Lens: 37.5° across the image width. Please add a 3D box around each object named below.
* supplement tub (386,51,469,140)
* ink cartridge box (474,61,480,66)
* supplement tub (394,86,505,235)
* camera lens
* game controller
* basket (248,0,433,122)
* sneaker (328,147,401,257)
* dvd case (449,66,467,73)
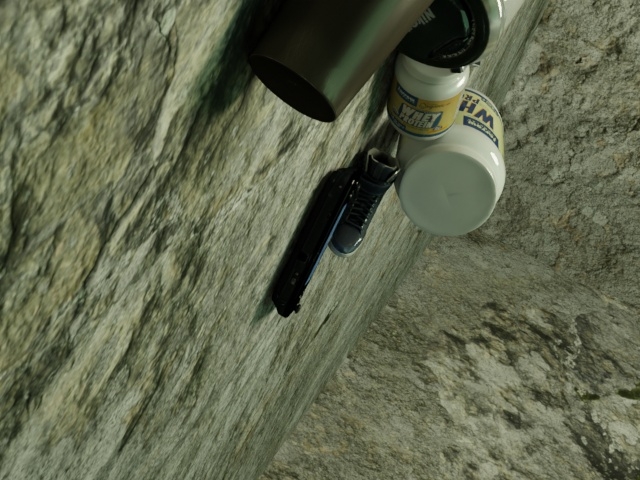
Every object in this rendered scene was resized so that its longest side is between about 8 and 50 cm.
[{"bbox_3d":[0.209,-0.303,1.828,0.144,0.144,0.200,-56,167,-25],"label":"supplement tub"},{"bbox_3d":[0.305,-0.461,1.936,0.208,0.045,0.206,-25,117,-72],"label":"ink cartridge box"},{"bbox_3d":[0.280,-0.176,2.042,0.325,0.235,0.235,-75,-175,-58],"label":"supplement tub"},{"bbox_3d":[0.207,-0.406,1.382,0.274,0.219,0.219,-55,167,-28],"label":"camera lens"},{"bbox_3d":[0.000,0.000,1.838,0.319,0.067,0.166,-63,168,13],"label":"game controller"},{"bbox_3d":[0.029,-0.269,1.132,0.227,0.154,0.204,-55,167,-12],"label":"basket"},{"bbox_3d":[0.088,-0.086,1.926,0.163,0.086,0.226,120,-5,-60],"label":"sneaker"},{"bbox_3d":[0.250,-0.446,1.674,0.179,0.029,0.239,-53,136,-38],"label":"dvd case"}]
